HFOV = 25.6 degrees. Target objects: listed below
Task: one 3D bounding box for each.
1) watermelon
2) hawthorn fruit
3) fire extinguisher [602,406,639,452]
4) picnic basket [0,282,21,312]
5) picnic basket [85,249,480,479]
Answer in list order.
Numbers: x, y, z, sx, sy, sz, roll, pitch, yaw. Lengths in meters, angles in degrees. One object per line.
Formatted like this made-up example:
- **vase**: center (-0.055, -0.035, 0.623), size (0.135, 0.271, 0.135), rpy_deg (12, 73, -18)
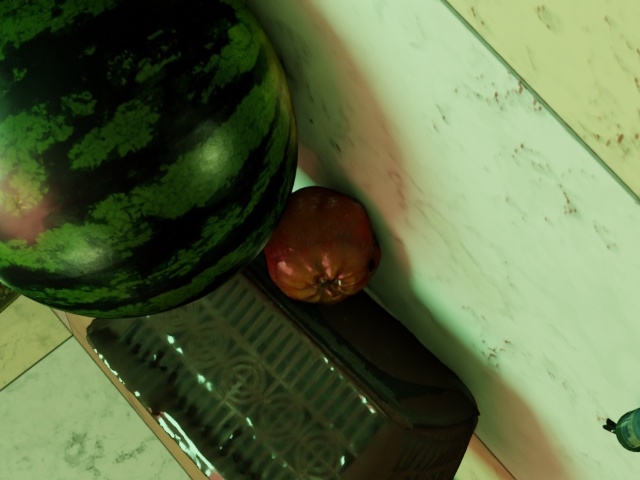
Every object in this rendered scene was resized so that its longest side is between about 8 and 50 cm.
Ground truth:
- **watermelon**: center (-0.141, -0.075, 0.935), size (0.269, 0.269, 0.269), rpy_deg (47, 164, 18)
- **hawthorn fruit**: center (0.000, 0.000, 1.016), size (0.093, 0.093, 0.093), rpy_deg (47, 164, 18)
- **fire extinguisher**: center (0.190, 0.108, 0.805), size (0.038, 0.025, 0.083), rpy_deg (28, 163, -1)
- **picnic basket**: center (-0.281, -0.074, 1.301), size (0.139, 0.266, 0.165), rpy_deg (38, 157, 19)
- **picnic basket**: center (-0.019, 0.102, 1.070), size (0.297, 0.129, 0.222), rpy_deg (42, -161, 25)
